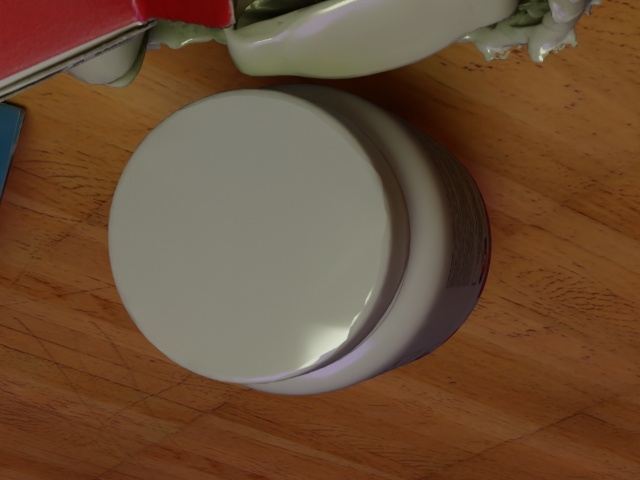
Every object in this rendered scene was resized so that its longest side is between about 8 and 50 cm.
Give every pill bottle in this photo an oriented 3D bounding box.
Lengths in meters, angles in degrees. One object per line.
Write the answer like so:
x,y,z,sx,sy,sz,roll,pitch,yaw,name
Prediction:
0.000,0.000,0.734,0.160,0.160,0.283,-3,178,13,pill bottle

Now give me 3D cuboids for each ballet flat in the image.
-0.058,-0.139,0.648,0.409,0.147,0.147,-1,149,13,ballet flat

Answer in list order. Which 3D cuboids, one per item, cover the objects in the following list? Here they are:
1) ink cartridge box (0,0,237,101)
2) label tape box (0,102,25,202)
-0.173,-0.177,0.350,0.272,0.130,0.309,18,133,61,ink cartridge box
-0.376,-0.003,0.947,0.249,0.115,0.347,17,146,-18,label tape box
